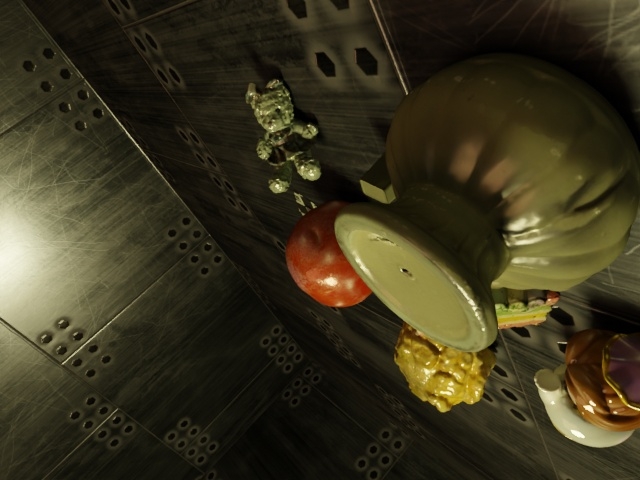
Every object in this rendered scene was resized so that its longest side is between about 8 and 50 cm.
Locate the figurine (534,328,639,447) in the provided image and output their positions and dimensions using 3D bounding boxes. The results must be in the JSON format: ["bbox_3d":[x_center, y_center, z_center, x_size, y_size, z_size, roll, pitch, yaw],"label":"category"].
[{"bbox_3d":[0.423,0.222,0.717,0.190,0.142,0.263,6,147,14],"label":"figurine"}]

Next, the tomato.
[{"bbox_3d":[0.042,0.031,1.028,0.189,0.232,0.232,-7,126,52],"label":"tomato"}]

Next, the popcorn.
[{"bbox_3d":[0.272,0.260,1.074,0.250,0.190,0.250,53,169,16],"label":"popcorn"}]

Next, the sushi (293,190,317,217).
[{"bbox_3d":[0.000,0.000,1.328,0.193,0.043,0.279,36,160,27],"label":"sushi"}]

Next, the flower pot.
[{"bbox_3d":[0.168,-0.029,0.562,0.307,0.244,0.307,42,162,17],"label":"flower pot"}]

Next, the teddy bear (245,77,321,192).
[{"bbox_3d":[-0.066,-0.211,0.943,0.111,0.133,0.212,-56,-50,-66],"label":"teddy bear"}]

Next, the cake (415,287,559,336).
[{"bbox_3d":[0.267,0.099,0.805,0.109,0.226,0.090,85,-179,-56],"label":"cake"}]

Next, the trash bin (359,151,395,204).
[{"bbox_3d":[0.113,-0.105,0.762,0.061,0.092,0.043,32,159,38],"label":"trash bin"}]
